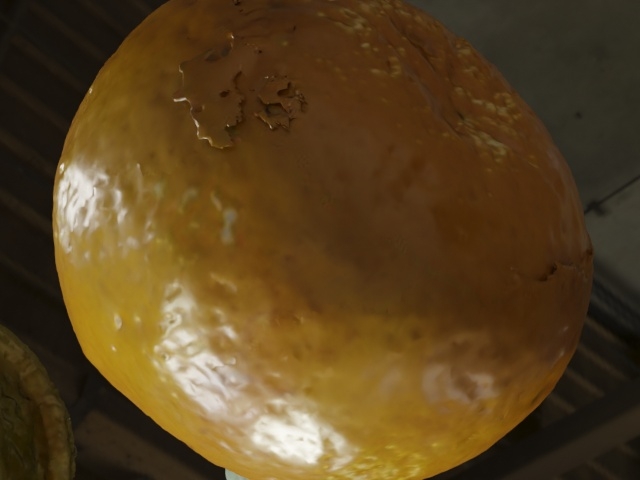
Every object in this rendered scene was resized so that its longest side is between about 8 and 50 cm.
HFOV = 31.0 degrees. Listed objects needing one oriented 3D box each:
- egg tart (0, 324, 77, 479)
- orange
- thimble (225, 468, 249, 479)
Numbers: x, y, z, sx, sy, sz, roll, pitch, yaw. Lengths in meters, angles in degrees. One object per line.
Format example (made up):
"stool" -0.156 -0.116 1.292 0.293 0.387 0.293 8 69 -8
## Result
"egg tart" -0.318 0.179 0.844 0.290 0.115 0.290 1 -94 -23
"orange" 0.000 -0.003 0.472 0.219 0.193 0.219 47 -165 -16
"thimble" 0.002 0.170 1.015 0.149 0.211 0.185 8 -131 9
